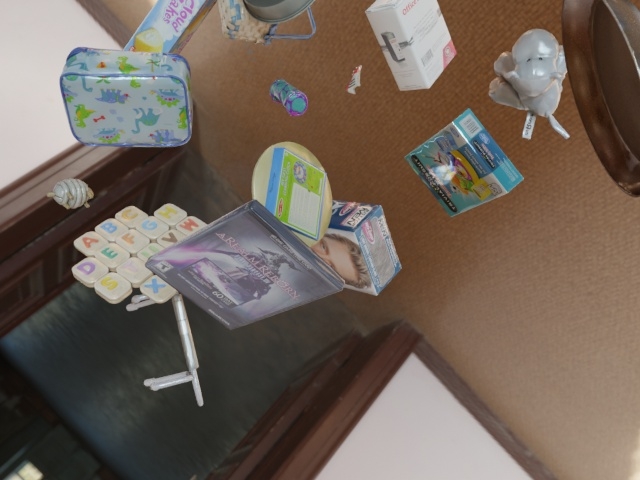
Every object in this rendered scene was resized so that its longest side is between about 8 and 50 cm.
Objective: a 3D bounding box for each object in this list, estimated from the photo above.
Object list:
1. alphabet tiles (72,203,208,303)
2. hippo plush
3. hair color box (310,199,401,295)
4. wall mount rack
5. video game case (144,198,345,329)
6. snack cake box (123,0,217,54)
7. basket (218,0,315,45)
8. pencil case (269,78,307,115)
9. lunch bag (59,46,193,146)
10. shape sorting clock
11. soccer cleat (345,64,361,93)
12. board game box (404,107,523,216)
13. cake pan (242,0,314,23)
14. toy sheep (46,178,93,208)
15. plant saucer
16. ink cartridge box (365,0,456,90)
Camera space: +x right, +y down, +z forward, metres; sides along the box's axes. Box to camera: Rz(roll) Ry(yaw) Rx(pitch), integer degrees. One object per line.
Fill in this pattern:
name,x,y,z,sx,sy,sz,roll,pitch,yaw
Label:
alphabet tiles,-0.384,0.020,1.338,0.278,0.284,0.021,29,140,24
hippo plush,0.565,-0.451,1.699,0.234,0.236,0.294,5,88,28
hair color box,0.000,0.000,1.412,0.347,0.105,0.174,10,133,43
wall mount rack,-0.384,0.237,1.481,0.304,0.130,0.350,148,109,-71
video game case,-0.124,0.050,0.962,0.274,0.026,0.196,-23,125,40
snack cake box,-0.363,-0.508,1.473,0.089,0.152,0.264,39,107,-11
basket,-0.171,-0.742,1.894,0.201,0.289,0.254,145,115,-73
pencil case,-0.089,-0.388,1.668,0.070,0.064,0.151,-64,31,17
lunch bag,-0.340,-0.247,1.093,0.219,0.090,0.176,-1,140,-7
shape sorting clock,-0.052,-0.085,1.166,0.040,0.206,0.206,-6,122,39
soccer cleat,0.102,-0.454,1.737,0.035,0.029,0.083,31,112,5
board game box,0.421,-0.222,1.865,0.254,0.079,0.336,52,161,-2
cake pan,-0.107,-0.731,1.651,0.293,0.293,0.054,23,-178,31
toy sheep,-0.683,-0.127,1.682,0.091,0.132,0.091,2,93,35
plant saucer,0.415,-0.213,0.856,0.050,0.310,0.310,-17,119,12
ink cartridge box,0.217,-0.488,1.445,0.092,0.158,0.218,7,139,43
